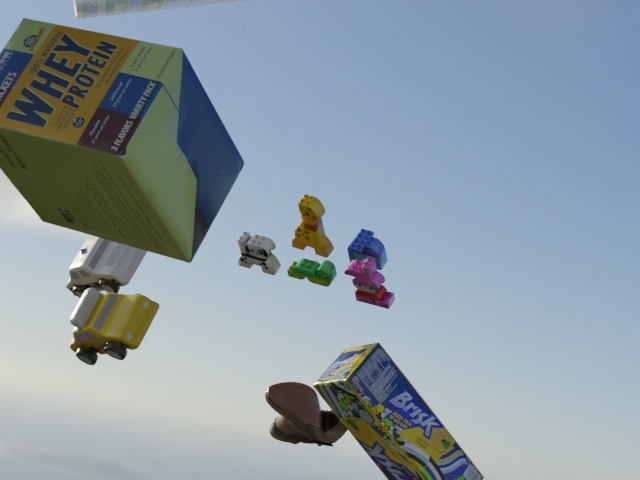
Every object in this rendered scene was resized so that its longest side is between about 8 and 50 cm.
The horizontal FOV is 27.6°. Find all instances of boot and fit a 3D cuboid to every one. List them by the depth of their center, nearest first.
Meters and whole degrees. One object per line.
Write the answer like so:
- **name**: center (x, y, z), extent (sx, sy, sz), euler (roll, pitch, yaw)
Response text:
- **boot**: center (-0.025, 0.180, 1.314), extent (0.118, 0.042, 0.087), euler (25, -33, -27)

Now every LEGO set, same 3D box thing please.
- **LEGO set**: center (0.000, 0.000, 1.683), extent (0.227, 0.087, 0.093), euler (14, -41, 27)

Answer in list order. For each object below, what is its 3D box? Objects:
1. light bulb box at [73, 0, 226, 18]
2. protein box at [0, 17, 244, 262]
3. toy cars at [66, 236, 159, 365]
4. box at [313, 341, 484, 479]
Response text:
- **light bulb box**: center (-0.269, -0.539, 2.278), extent (0.361, 0.225, 0.358), euler (-8, 2, -9)
- **protein box**: center (-0.221, -0.104, 1.355), extent (0.201, 0.136, 0.200), euler (14, -27, 26)
- **toy cars**: center (-0.352, 0.076, 2.066), extent (0.087, 0.176, 0.393), euler (40, 11, -25)
- **box**: center (0.072, 0.175, 1.191), extent (0.169, 0.054, 0.059), euler (53, -32, -13)
